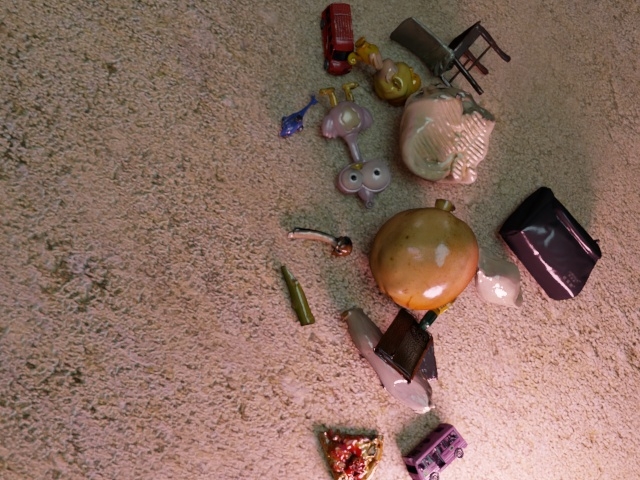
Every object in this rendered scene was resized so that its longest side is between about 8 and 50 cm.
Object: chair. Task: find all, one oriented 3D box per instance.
[{"bbox_3d":[0.393,-0.589,1.961,0.319,0.160,0.186,43,77,-10],"label":"chair"}]

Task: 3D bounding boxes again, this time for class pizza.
[{"bbox_3d":[0.072,0.589,1.742,0.193,0.053,0.201,32,74,-13],"label":"pizza"}]

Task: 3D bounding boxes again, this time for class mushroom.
[{"bbox_3d":[0.182,0.327,1.774,0.351,0.097,0.109,50,34,1],"label":"mushroom"},{"bbox_3d":[0.000,0.000,1.804,0.187,0.061,0.060,16,64,-5],"label":"mushroom"}]

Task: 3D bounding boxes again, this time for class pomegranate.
[{"bbox_3d":[0.292,0.035,1.772,0.319,0.319,0.319,3,82,-19],"label":"pomegranate"}]

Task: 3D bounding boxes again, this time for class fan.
[{"bbox_3d":[0.333,0.198,1.859,0.039,0.082,0.155,48,54,-2],"label":"fan"}]

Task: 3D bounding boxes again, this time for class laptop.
[{"bbox_3d":[0.253,0.352,1.858,0.180,0.016,0.129,-6,84,-18],"label":"laptop"}]

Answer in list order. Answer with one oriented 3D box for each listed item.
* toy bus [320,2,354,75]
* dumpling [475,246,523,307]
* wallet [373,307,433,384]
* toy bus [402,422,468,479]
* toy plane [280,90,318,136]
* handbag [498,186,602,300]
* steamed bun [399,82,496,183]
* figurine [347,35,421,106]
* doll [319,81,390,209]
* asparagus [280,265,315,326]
[{"bbox_3d":[0.055,-0.585,1.875,0.081,0.089,0.195,-3,84,-19],"label":"toy bus"},{"bbox_3d":[0.538,0.106,1.945,0.215,0.126,0.167,22,49,-6],"label":"dumpling"},{"bbox_3d":[0.235,0.282,1.767,0.133,0.039,0.243,44,30,4],"label":"wallet"},{"bbox_3d":[0.319,0.600,1.811,0.178,0.087,0.098,-36,93,-23],"label":"toy bus"},{"bbox_3d":[-0.062,-0.356,1.829,0.062,0.054,0.167,37,72,16],"label":"toy plane"},{"bbox_3d":[0.742,-0.007,1.988,0.275,0.178,0.302,-44,98,-19],"label":"handbag"},{"bbox_3d":[0.342,-0.313,1.891,0.267,0.207,0.280,11,106,-18],"label":"steamed bun"},{"bbox_3d":[0.190,-0.490,1.880,0.246,0.131,0.156,39,30,-27],"label":"figurine"},{"bbox_3d":[0.097,-0.266,1.846,0.160,0.094,0.365,-16,87,-17],"label":"doll"},{"bbox_3d":[-0.063,0.148,1.763,0.045,0.041,0.179,-21,89,24],"label":"asparagus"}]
